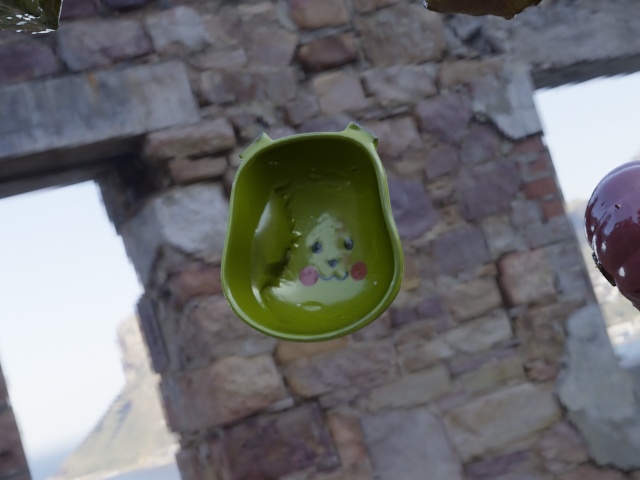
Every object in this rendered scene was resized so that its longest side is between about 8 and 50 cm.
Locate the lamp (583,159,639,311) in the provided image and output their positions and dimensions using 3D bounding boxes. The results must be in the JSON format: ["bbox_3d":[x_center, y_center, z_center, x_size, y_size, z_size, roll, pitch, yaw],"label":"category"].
[{"bbox_3d":[0.341,-0.002,1.172,0.140,0.182,0.182,-44,-16,21],"label":"lamp"}]

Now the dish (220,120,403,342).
[{"bbox_3d":[0.000,0.000,1.456,0.221,0.262,0.108,-6,-15,16],"label":"dish"}]

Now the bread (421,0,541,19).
[{"bbox_3d":[0.132,-0.334,0.786,0.109,0.380,0.185,10,-23,-5],"label":"bread"}]

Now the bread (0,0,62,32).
[{"bbox_3d":[-0.269,-0.261,0.798,0.196,0.252,0.238,-3,-4,23],"label":"bread"}]
